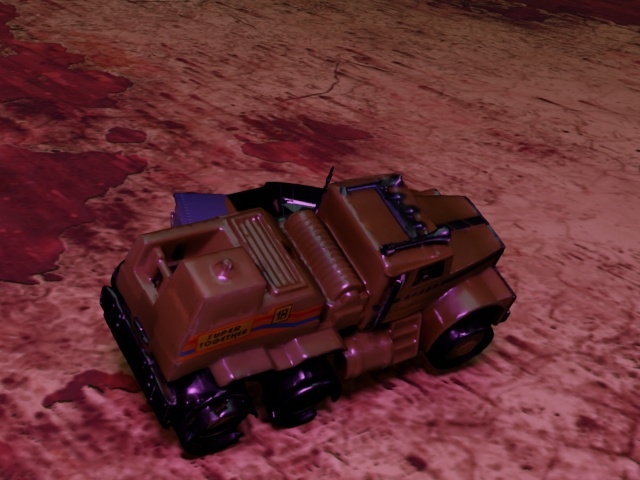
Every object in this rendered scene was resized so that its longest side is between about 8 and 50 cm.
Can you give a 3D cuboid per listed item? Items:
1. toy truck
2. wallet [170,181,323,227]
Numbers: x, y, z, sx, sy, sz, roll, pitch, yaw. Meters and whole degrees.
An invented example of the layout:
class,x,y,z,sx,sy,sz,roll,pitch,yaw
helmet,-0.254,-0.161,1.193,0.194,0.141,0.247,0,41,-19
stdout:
class,x,y,z,sx,sy,sz,roll,pitch,yaw
toy truck,0.004,0.024,0.663,0.257,0.127,0.127,-10,53,-34
wallet,0.000,0.000,0.833,0.231,0.069,0.170,2,19,-10
